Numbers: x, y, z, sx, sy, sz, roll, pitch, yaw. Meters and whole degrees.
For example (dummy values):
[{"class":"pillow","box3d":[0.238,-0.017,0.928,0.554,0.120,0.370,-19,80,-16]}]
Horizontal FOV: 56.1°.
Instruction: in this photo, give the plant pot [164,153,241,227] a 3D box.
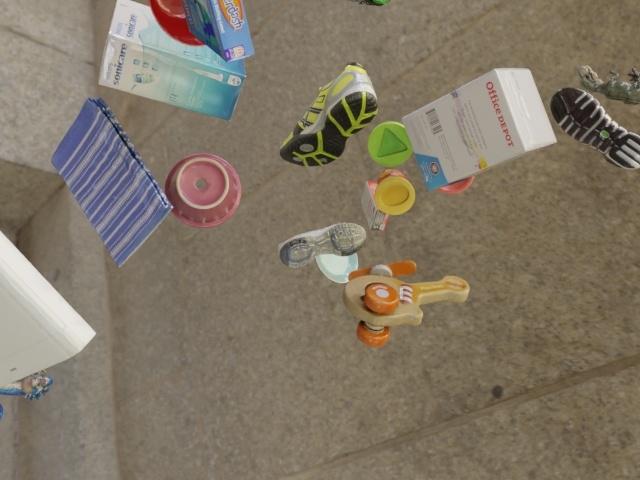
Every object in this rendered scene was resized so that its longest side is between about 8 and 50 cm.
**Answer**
[{"class":"plant pot","box3d":[-0.302,-0.135,1.550,0.180,0.202,0.201,166,115,-79]}]

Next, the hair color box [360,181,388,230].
[{"class":"hair color box","box3d":[0.192,-0.122,2.108,0.167,0.054,0.093,-101,20,-48]}]

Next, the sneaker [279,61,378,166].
[{"class":"sneaker","box3d":[0.021,-0.329,1.642,0.385,0.145,0.147,-32,51,46]}]

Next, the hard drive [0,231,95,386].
[{"class":"hard drive","box3d":[-0.388,0.015,0.585,0.203,0.307,0.040,-24,23,32]}]

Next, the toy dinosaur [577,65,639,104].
[{"class":"toy dinosaur","box3d":[0.709,-0.336,1.325,0.268,0.064,0.118,31,63,30]}]

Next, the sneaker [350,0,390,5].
[{"class":"sneaker","box3d":[0.093,-0.531,1.230,0.146,0.343,0.134,44,109,-3]}]

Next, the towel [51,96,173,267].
[{"class":"towel","box3d":[-0.502,-0.137,1.407,0.243,0.040,0.336,-42,78,30]}]

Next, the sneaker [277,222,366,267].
[{"class":"sneaker","box3d":[0.000,0.000,1.876,0.129,0.297,0.110,-153,55,-67]}]

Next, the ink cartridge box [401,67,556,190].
[{"class":"ink cartridge box","box3d":[0.385,-0.269,1.461,0.270,0.197,0.198,-21,88,43]}]

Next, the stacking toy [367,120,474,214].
[{"class":"stacking toy","box3d":[0.286,-0.250,1.781,0.309,0.279,0.130,-16,22,12]}]

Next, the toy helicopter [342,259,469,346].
[{"class":"toy helicopter","box3d":[0.223,0.134,1.576,0.235,0.355,0.140,-122,34,-51]}]

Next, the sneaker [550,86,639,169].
[{"class":"sneaker","box3d":[0.712,-0.272,1.552,0.106,0.162,0.281,-45,69,15]}]

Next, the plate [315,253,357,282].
[{"class":"plate","box3d":[0.047,0.054,1.992,0.024,0.188,0.188,-26,62,45]}]

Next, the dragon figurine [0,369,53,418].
[{"class":"dragon figurine","box3d":[-0.522,0.235,0.887,0.289,0.144,0.085,-35,53,20]}]

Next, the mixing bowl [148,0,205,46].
[{"class":"mixing bowl","box3d":[-0.248,-0.459,1.113,0.098,0.182,0.181,34,103,48]}]

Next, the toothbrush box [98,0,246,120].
[{"class":"toothbrush box","box3d":[-0.333,-0.413,1.365,0.216,0.296,0.126,-104,34,-46]}]

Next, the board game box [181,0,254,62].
[{"class":"board game box","box3d":[-0.169,-0.371,0.889,0.210,0.047,0.160,49,156,50]}]
